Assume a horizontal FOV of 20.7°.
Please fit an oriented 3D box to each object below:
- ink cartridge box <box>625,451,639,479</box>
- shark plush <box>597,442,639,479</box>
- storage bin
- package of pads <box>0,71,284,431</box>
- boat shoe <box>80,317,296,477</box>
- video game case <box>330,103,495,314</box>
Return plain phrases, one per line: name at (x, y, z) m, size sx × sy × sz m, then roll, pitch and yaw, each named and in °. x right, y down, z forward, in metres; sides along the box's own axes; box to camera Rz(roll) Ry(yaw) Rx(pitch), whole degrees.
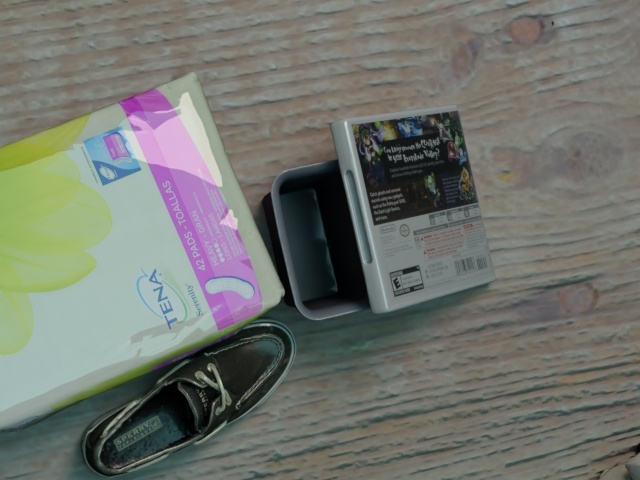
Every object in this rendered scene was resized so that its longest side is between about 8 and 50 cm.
ink cartridge box at (0.459, 0.179, 1.613) m, size 0.289 × 0.211 × 0.121 m, roll -33°, pitch 99°, yaw -25°
shark plush at (0.289, 0.248, 1.680) m, size 0.067 × 0.073 × 0.161 m, roll 55°, pitch 52°, yaw -26°
storage bin at (0.000, 0.000, 1.574) m, size 0.098 × 0.091 × 0.135 m, roll -13°, pitch 91°, yaw -17°
package of pads at (-0.202, 0.015, 1.509) m, size 0.297 × 0.101 × 0.229 m, roll -23°, pitch 92°, yaw -16°
boat shoe at (-0.108, 0.142, 1.543) m, size 0.219 × 0.070 × 0.077 m, roll -34°, pitch 96°, yaw -16°
video game case at (0.087, -0.032, 1.584) m, size 0.190 × 0.022 × 0.173 m, roll -13°, pitch 90°, yaw -53°
